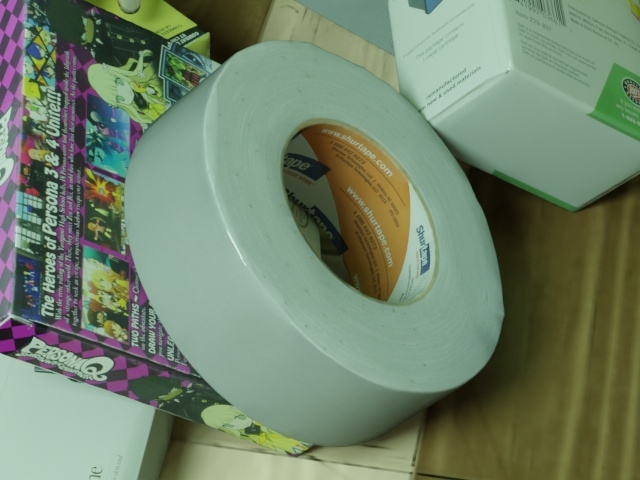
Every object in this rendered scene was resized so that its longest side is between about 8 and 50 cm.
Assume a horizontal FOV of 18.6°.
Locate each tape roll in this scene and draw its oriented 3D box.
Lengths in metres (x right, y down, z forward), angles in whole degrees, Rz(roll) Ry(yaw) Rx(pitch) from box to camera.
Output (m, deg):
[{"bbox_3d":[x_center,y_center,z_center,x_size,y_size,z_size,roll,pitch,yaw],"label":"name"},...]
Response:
[{"bbox_3d":[0.000,0.000,1.072,0.219,0.072,0.219,27,45,-32],"label":"tape roll"}]

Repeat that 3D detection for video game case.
[{"bbox_3d":[-0.089,-0.014,1.084,0.210,0.042,0.232,23,47,-33],"label":"video game case"}]

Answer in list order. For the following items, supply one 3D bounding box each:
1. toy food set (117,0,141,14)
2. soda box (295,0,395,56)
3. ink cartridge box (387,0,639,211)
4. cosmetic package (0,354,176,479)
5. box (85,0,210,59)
[{"bbox_3d":[-0.223,-0.146,1.239,0.217,0.071,0.128,-23,75,-16],"label":"toy food set"},{"bbox_3d":[-0.024,-0.230,1.295,0.286,0.091,0.098,25,31,-33],"label":"soda box"},{"bbox_3d":[0.125,-0.145,1.225,0.154,0.093,0.212,21,51,-37],"label":"ink cartridge box"},{"bbox_3d":[-0.134,0.100,1.063,0.098,0.060,0.239,4,42,6],"label":"cosmetic package"},{"bbox_3d":[-0.165,-0.148,1.322,0.058,0.087,0.232,-29,50,-28],"label":"box"}]
